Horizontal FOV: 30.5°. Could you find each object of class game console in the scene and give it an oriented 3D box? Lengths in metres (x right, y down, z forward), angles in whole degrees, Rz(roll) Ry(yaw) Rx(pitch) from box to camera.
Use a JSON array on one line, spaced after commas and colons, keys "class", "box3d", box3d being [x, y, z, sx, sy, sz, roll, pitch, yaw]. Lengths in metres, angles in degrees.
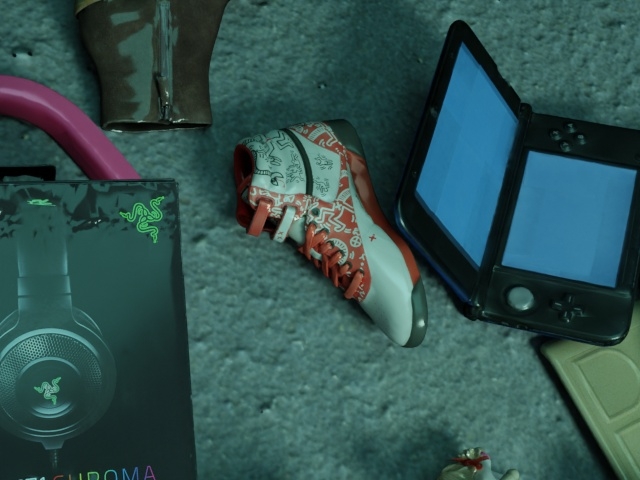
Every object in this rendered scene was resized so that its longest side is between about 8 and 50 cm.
[{"class": "game console", "box3d": [0.232, -0.067, 1.261, 0.250, 0.173, 0.293, 11, 58, 13]}]

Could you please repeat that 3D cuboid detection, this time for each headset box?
[{"class": "headset box", "box3d": [-0.242, 0.079, 0.984, 0.246, 0.131, 0.283, -1, 83, -23]}]

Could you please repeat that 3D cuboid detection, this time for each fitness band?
[{"class": "fitness band", "box3d": [-0.276, -0.033, 1.124, 0.209, 0.054, 0.291, -37, 82, -33]}]

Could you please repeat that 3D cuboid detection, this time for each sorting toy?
[{"class": "sorting toy", "box3d": [0.410, 0.164, 1.305, 0.307, 0.041, 0.229, -19, 68, -29]}]

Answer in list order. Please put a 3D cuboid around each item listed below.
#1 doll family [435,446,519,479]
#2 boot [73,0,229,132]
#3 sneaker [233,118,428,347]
[{"class": "doll family", "box3d": [0.169, 0.300, 1.064, 0.163, 0.118, 0.263, 27, 54, -25]}, {"class": "boot", "box3d": [-0.140, -0.219, 1.275, 0.248, 0.090, 0.206, -7, 79, -26]}, {"class": "sneaker", "box3d": [-0.001, 0.000, 1.196, 0.145, 0.090, 0.270, -10, 64, -25]}]
